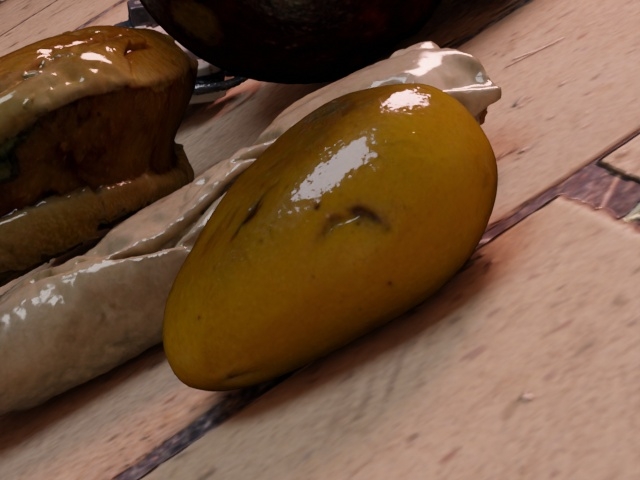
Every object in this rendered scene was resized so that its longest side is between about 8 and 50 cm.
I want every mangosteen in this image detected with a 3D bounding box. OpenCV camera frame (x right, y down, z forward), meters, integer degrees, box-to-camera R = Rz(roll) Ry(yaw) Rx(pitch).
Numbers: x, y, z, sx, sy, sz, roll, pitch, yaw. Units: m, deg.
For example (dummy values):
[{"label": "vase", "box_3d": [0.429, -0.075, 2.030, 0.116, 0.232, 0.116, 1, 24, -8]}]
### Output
[{"label": "mangosteen", "box_3d": [0.016, -0.252, 1.271, 0.306, 0.359, 0.306, -56, 20, 34]}]

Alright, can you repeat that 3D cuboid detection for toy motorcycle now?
[{"label": "toy motorcycle", "box_3d": [-0.142, -0.150, 1.470, 0.150, 0.102, 0.221, -12, 21, -6]}]

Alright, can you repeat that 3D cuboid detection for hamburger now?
[{"label": "hamburger", "box_3d": [-0.176, -0.054, 1.131, 0.211, 0.132, 0.309, -29, 0, 18]}]

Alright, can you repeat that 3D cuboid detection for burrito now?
[{"label": "burrito", "box_3d": [-0.076, 0.000, 1.003, 0.392, 0.076, 0.117, -31, 17, 3]}]

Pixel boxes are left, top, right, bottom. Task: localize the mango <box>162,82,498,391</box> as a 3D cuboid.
[{"label": "mango", "box_3d": [0.000, 0.000, 0.860, 0.195, 0.098, 0.137, -40, 24, -9]}]
